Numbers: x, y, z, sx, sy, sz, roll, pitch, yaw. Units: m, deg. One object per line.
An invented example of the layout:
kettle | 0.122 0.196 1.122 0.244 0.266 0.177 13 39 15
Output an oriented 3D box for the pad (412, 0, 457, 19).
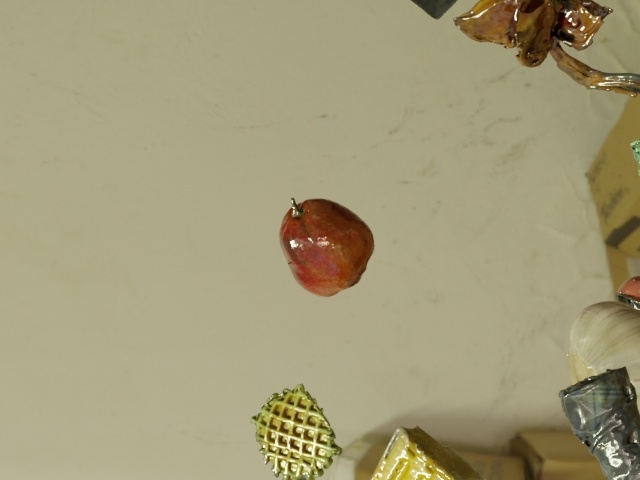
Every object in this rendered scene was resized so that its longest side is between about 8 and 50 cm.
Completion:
pad | 0.104 -0.343 0.850 0.116 0.193 0.004 -41 32 37

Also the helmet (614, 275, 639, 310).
helmet | 0.496 0.080 1.150 0.049 0.065 0.084 -64 -5 -2

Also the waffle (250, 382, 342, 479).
waffle | -0.058 0.438 1.674 0.054 0.208 0.214 7 -132 -58

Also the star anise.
star anise | 0.403 -0.344 1.259 0.148 0.346 0.237 -63 2 44

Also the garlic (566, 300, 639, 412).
garlic | 0.711 0.293 1.715 0.317 0.259 0.318 175 90 -74

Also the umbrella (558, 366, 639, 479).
umbrella | 0.313 0.240 0.739 0.071 0.080 0.224 68 -178 -73

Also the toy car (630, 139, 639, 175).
toy car | 0.754 -0.164 1.677 0.093 0.058 0.186 52 -162 -36

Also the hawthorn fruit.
hawthorn fruit | 0.000 0.000 1.778 0.261 0.224 0.224 42 -153 -25

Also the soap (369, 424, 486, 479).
soap | 0.251 0.657 1.911 0.143 0.259 0.281 1 -62 -51
